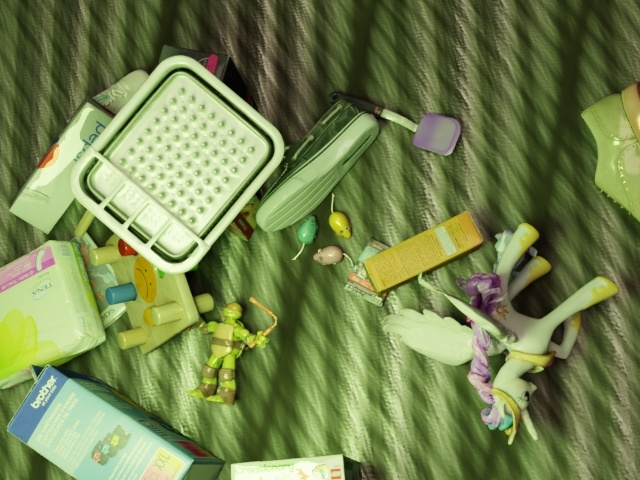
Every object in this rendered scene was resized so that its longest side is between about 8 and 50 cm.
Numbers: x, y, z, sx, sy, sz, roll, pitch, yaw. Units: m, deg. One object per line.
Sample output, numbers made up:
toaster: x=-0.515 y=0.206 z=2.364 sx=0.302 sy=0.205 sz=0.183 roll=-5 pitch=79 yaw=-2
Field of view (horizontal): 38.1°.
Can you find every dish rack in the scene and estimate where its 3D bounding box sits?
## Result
dish rack: x=-0.258 y=-0.137 z=1.700 sx=0.285 sy=0.072 sz=0.333 roll=40 pitch=91 yaw=0

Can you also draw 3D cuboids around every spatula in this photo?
spatula: x=0.152 y=-0.260 z=1.957 sx=0.296 sy=0.030 sz=0.084 roll=22 pitch=80 yaw=13

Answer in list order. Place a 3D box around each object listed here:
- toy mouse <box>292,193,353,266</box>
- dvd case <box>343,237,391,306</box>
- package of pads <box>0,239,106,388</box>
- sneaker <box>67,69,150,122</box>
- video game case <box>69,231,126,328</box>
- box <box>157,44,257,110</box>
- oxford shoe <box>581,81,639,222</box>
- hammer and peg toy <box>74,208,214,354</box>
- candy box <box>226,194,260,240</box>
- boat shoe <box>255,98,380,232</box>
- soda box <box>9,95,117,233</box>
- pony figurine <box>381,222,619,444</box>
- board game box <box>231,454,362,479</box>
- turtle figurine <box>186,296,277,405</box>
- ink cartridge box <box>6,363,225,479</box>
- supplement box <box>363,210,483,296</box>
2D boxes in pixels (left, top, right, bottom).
toy mouse: x=0.000 y=0.000 z=1.918 sx=0.143 sy=0.031 sz=0.161 roll=-29 pitch=75 yaw=1
dvd case: x=0.112 y=0.065 z=1.897 sx=0.087 sy=0.013 sz=0.119 roll=26 pitch=83 yaw=13
package of pads: x=-0.597 y=0.161 z=1.894 sx=0.296 sy=0.101 sz=0.229 roll=-27 pitch=74 yaw=19
sneaker: x=-0.460 y=-0.300 z=2.019 sx=0.212 sy=0.094 sz=0.080 roll=-43 pitch=74 yaw=-3
video game case: x=-0.515 y=0.110 z=1.969 sx=0.183 sy=0.023 sz=0.201 roll=-40 pitch=75 yaw=-2
box: x=-0.238 y=-0.262 z=1.888 sx=0.143 sy=0.270 sz=0.165 roll=12 pitch=80 yaw=11
oxford shoe: x=0.630 y=-0.102 z=1.825 sx=0.146 sy=0.140 sz=0.397 roll=-20 pitch=78 yaw=35
hammer and peg toy: x=-0.359 y=0.029 z=1.849 sx=0.127 sy=0.266 sz=0.361 roll=-13 pitch=77 yaw=-37
candy box: x=-0.280 y=-0.121 z=1.907 sx=0.316 sy=0.183 sz=0.088 roll=26 pitch=81 yaw=13
boat shoe: x=-0.025 y=-0.157 z=1.927 sx=0.119 sy=0.121 sz=0.335 roll=40 pitch=75 yaw=23
soda box: x=-0.533 y=-0.160 z=1.953 sx=0.098 sy=0.091 sz=0.286 roll=36 pitch=97 yaw=-22
pony figurine: x=0.333 y=0.152 z=1.738 sx=0.351 sy=0.303 sz=0.363 roll=36 pitch=69 yaw=5
board game box: x=-0.034 y=0.428 z=1.683 sx=0.192 sy=0.305 sz=0.053 roll=-6 pitch=73 yaw=6
turtle figurine: x=-0.202 y=0.213 z=1.871 sx=0.269 sy=0.087 sz=0.217 roll=9 pitch=81 yaw=32
ink cartridge box: x=-0.404 y=0.376 z=1.765 sx=0.395 sy=0.270 sz=0.151 roll=28 pitch=81 yaw=13
supplement box: x=0.203 y=0.028 z=1.850 sx=0.233 sy=0.078 sz=0.080 roll=-27 pitch=78 yaw=-4
